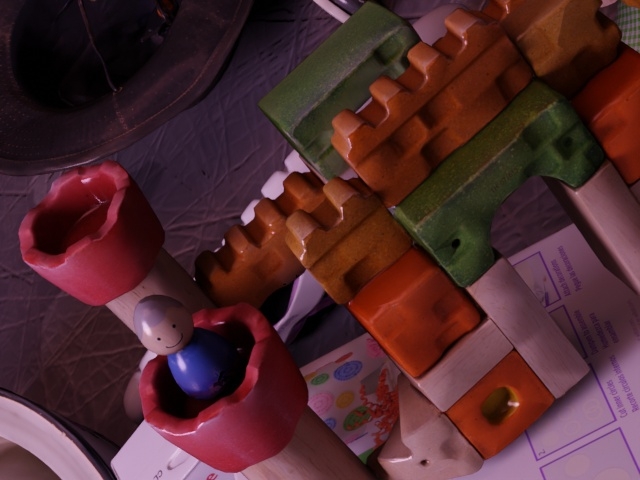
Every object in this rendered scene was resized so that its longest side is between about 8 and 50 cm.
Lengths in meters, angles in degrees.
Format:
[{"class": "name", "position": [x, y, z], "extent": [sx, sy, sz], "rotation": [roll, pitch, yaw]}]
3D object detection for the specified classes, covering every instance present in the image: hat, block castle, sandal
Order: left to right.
[{"class": "hat", "position": [-0.175, -0.182, 1.664], "extent": [0.331, 0.134, 0.331], "rotation": [-11, 65, 24]}, {"class": "sandal", "position": [-0.004, 0.002, 1.419], "extent": [0.102, 0.169, 0.416], "rotation": [40, 105, 6]}, {"class": "block castle", "position": [0.052, -0.068, 1.110], "extent": [0.453, 0.213, 0.303], "rotation": [-42, 37, -3]}]

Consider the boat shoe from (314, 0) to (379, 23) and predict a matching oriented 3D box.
[{"class": "boat shoe", "position": [0.001, -0.262, 1.556], "extent": [0.079, 0.084, 0.233], "rotation": [-44, 43, 23]}]

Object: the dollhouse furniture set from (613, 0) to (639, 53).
[{"class": "dollhouse furniture set", "position": [0.278, -0.212, 1.199], "extent": [0.301, 0.151, 0.197], "rotation": [-4, 69, 45]}]

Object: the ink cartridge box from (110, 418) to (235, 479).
[{"class": "ink cartridge box", "position": [-0.040, 0.156, 1.336], "extent": [0.127, 0.175, 0.072], "rotation": [-51, 44, 15]}]

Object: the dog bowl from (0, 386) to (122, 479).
[{"class": "dog bowl", "position": [-0.253, 0.312, 1.427], "extent": [0.408, 0.150, 0.408], "rotation": [-4, 81, 28]}]

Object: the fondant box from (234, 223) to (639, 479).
[{"class": "fondant box", "position": [0.117, 0.131, 1.118], "extent": [0.330, 0.096, 0.238], "rotation": [-27, 37, 8]}]
